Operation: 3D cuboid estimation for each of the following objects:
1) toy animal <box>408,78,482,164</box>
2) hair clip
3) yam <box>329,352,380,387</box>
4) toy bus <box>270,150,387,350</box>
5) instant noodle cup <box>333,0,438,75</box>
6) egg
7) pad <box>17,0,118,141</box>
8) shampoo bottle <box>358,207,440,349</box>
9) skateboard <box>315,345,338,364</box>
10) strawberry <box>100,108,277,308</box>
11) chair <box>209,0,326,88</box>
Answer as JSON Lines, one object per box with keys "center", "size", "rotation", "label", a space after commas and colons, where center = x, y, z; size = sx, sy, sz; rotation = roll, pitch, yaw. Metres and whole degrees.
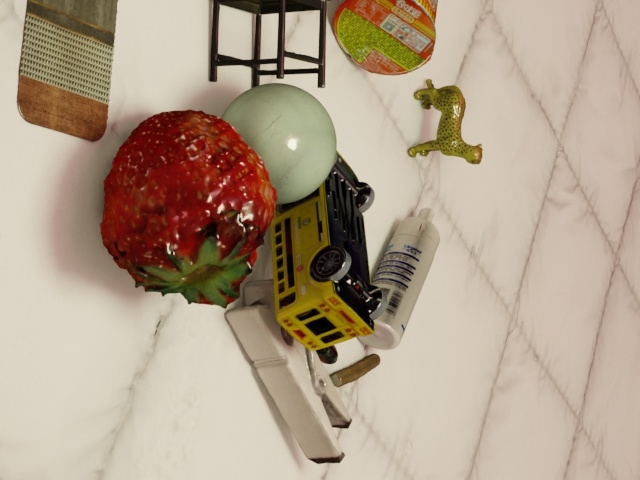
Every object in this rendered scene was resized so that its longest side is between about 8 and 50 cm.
{"center": [0.250, -0.234, 2.503], "size": [0.073, 0.136, 0.181], "rotation": [22, 70, -55], "label": "toy animal"}
{"center": [-0.042, 0.211, 2.083], "size": [0.101, 0.085, 0.331], "rotation": [-57, 133, -44], "label": "hair clip"}
{"center": [0.063, 0.231, 2.295], "size": [0.145, 0.032, 0.032], "rotation": [-20, 106, -57], "label": "yam"}
{"center": [0.000, 0.000, 2.042], "size": [0.145, 0.151, 0.331], "rotation": [45, 30, -42], "label": "toy bus"}
{"center": [0.135, -0.434, 2.313], "size": [0.193, 0.193, 0.212], "rotation": [60, 35, -37], "label": "instant noodle cup"}
{"center": [-0.067, -0.145, 1.932], "size": [0.264, 0.183, 0.183], "rotation": [-94, 180, -86], "label": "egg"}
{"center": [-0.353, -0.277, 1.639], "size": [0.323, 0.055, 0.250], "rotation": [28, 65, -73], "label": "pad"}
{"center": [0.151, 0.058, 2.385], "size": [0.092, 0.092, 0.303], "rotation": [59, 42, -38], "label": "shampoo bottle"}
{"center": [-0.006, 0.149, 2.174], "size": [0.151, 0.067, 0.080], "rotation": [63, 31, -43], "label": "skateboard"}
{"center": [-0.185, -0.060, 1.761], "size": [0.238, 0.250, 0.288], "rotation": [7, 56, -27], "label": "strawberry"}
{"center": [-0.080, -0.369, 1.986], "size": [0.141, 0.154, 0.260], "rotation": [3, 90, -58], "label": "chair"}
